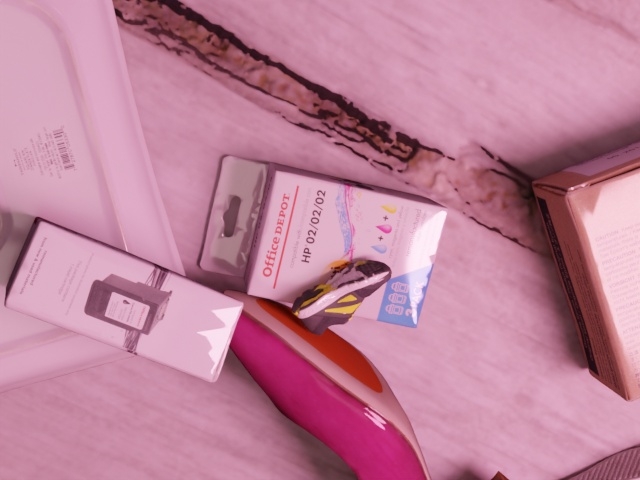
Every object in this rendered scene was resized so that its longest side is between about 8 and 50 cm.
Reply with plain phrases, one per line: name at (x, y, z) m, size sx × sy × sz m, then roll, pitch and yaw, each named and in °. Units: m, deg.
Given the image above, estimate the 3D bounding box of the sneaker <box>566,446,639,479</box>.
sneaker at (0.273, 0.240, 0.868) m, size 0.134 × 0.051 × 0.070 m, roll -24°, pitch 104°, yaw 0°

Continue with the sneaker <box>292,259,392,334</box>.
sneaker at (0.020, 0.044, 0.746) m, size 0.083 × 0.031 × 0.035 m, roll -26°, pitch 120°, yaw 4°

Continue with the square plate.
square plate at (-0.294, -0.038, 0.711) m, size 0.344 × 0.049 × 0.347 m, roll -16°, pitch 100°, yaw -13°

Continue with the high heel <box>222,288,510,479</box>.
high heel at (0.020, 0.208, 0.794) m, size 0.377 × 0.127 × 0.181 m, roll 41°, pitch 99°, yaw -9°

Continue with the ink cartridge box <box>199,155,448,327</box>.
ink cartridge box at (0.000, 0.000, 0.779) m, size 0.181 × 0.061 × 0.104 m, roll 12°, pitch 99°, yaw -10°

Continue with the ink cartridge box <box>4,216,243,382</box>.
ink cartridge box at (-0.142, 0.040, 0.680) m, size 0.150 × 0.109 × 0.063 m, roll 23°, pitch 85°, yaw -18°

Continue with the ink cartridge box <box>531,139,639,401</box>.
ink cartridge box at (0.323, 0.001, 0.811) m, size 0.235 × 0.088 × 0.193 m, roll -20°, pitch 101°, yaw -4°
